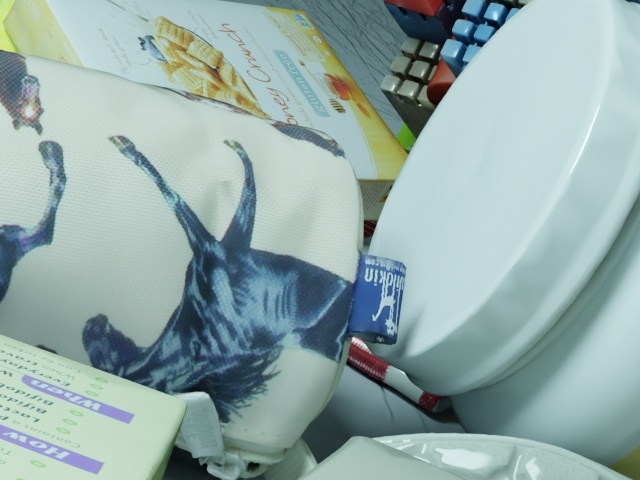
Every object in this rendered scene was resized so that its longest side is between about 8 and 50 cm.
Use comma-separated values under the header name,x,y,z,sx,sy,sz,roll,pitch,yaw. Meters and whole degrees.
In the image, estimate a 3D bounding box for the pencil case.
name,x,y,z,sx,sy,sz,roll,pitch,yaw
pencil case,-0.172,-0.001,0.758,0.410,0.160,0.183,12,48,-29

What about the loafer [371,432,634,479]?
name,x,y,z,sx,sy,sz,roll,pitch,yaw
loafer,0.149,0.169,0.777,0.319,0.112,0.111,20,-19,8

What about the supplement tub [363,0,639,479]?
name,x,y,z,sx,sy,sz,roll,pitch,yaw
supplement tub,0.211,0.041,0.884,0.331,0.241,0.241,29,16,-17

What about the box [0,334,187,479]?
name,x,y,z,sx,sy,sz,roll,pitch,yaw
box,-0.169,0.090,0.511,0.214,0.117,0.243,20,9,0

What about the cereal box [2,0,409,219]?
name,x,y,z,sx,sy,sz,roll,pitch,yaw
cereal box,-0.065,-0.087,1.141,0.240,0.047,0.173,0,47,-46

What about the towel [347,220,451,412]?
name,x,y,z,sx,sy,sz,roll,pitch,yaw
towel,0.000,0.000,1.162,0.329,0.037,0.237,31,21,25

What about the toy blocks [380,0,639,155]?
name,x,y,z,sx,sy,sz,roll,pitch,yaw
toy blocks,0.184,-0.110,1.286,0.381,0.190,0.261,19,-16,32

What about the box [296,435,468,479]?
name,x,y,z,sx,sy,sz,roll,pitch,yaw
box,0.017,0.143,0.592,0.113,0.094,0.275,24,6,12

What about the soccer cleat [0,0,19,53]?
name,x,y,z,sx,sy,sz,roll,pitch,yaw
soccer cleat,-0.166,-0.122,1.225,0.121,0.093,0.289,30,19,2
